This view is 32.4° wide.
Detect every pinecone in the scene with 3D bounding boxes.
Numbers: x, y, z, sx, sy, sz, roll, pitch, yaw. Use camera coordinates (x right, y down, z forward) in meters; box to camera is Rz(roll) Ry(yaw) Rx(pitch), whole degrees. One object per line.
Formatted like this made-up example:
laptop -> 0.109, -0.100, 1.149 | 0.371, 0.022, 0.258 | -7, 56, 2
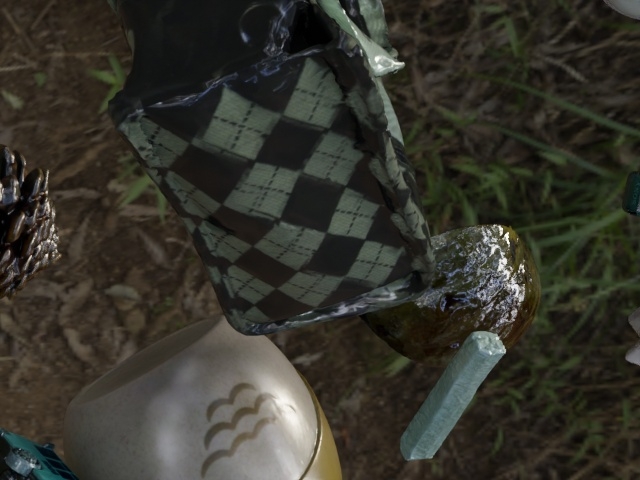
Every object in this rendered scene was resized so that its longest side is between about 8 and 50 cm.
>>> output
pinecone -> -0.440, -0.023, 1.431 | 0.201, 0.229, 0.202 | -4, 58, -30

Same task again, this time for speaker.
speaker -> 0.554, -0.083, 1.890 | 0.094, 0.060, 0.075 | -27, 128, -69

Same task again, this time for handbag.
handbag -> -0.062, -0.184, 0.700 | 0.316, 0.180, 0.416 | 61, 14, -61

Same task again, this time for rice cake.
rice cake -> 0.161, 0.202, 1.386 | 0.045, 0.245, 0.042 | 1, 47, -23

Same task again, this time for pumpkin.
pumpkin -> 0.207, 0.073, 1.468 | 0.312, 0.169, 0.148 | -10, 69, -25

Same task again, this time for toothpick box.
toothpick box -> -0.176, 0.371, 1.754 | 0.409, 0.409, 0.425 | -34, 98, -40

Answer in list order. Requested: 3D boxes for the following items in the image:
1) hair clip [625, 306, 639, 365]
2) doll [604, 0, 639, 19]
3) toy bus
hair clip -> 0.636, 0.190, 1.717 | 0.331, 0.085, 0.101 | 22, 60, -10
doll -> 0.366, -0.228, 0.879 | 0.160, 0.365, 0.094 | 91, 22, -47
toy bus -> -0.383, 0.382, 1.523 | 0.128, 0.256, 0.147 | -54, 143, -2
